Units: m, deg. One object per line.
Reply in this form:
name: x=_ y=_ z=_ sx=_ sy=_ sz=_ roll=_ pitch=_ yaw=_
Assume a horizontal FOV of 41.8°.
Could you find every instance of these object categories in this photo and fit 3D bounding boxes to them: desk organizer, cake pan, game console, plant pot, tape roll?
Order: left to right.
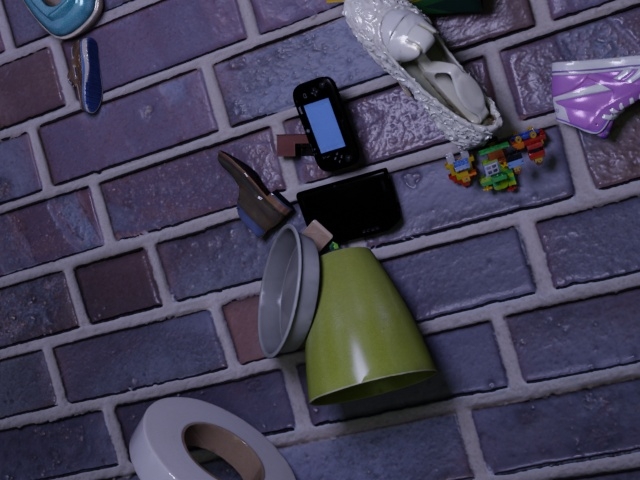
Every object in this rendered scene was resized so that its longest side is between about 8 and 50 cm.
tape roll: x=-0.227 y=0.488 z=1.814 sx=0.392 sy=0.392 sz=0.072 roll=36 pitch=103 yaw=12
cake pan: x=-0.070 y=0.112 z=1.814 sx=0.054 sy=0.293 sz=0.293 roll=10 pitch=99 yaw=-18
desk organizer: x=-0.032 y=-0.214 z=1.876 sx=0.130 sy=0.047 sz=0.050 roll=1 pitch=97 yaw=18
game console: x=0.026 y=-0.171 z=1.822 sx=0.213 sy=0.044 sz=0.361 roll=-15 pitch=103 yaw=21
plant pot: x=0.076 y=0.173 z=1.782 sx=0.275 sy=0.275 sz=0.293 roll=-20 pitch=72 yaw=18

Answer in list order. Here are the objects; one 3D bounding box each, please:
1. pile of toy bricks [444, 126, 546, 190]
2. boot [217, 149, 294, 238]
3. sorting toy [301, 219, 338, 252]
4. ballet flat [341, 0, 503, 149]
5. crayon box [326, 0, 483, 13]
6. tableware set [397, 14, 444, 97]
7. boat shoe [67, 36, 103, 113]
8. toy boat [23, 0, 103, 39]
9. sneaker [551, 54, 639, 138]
pile of toy bricks: x=0.373 y=-0.147 z=1.733 sx=0.212 sy=0.118 sz=0.105 roll=-18 pitch=118 yaw=10
boot: x=-0.175 y=-0.105 z=1.911 sx=0.219 sy=0.082 sz=0.106 roll=42 pitch=102 yaw=8
sorting toy: x=0.000 y=0.000 z=1.864 sx=0.083 sy=0.012 sz=0.062 roll=42 pitch=119 yaw=0
ballet flat: x=0.221 y=-0.352 z=1.657 sx=0.147 sy=0.147 sz=0.409 roll=-42 pitch=104 yaw=16
crayon box: x=0.179 y=-0.575 z=1.738 sx=0.319 sy=0.081 sz=0.202 roll=3 pitch=80 yaw=17
tableware set: x=0.193 y=-0.413 z=1.794 sx=0.128 sy=0.039 sz=0.194 roll=-30 pitch=90 yaw=8
boat shoe: x=-0.572 y=-0.395 z=2.027 sx=0.066 sy=0.066 sz=0.183 roll=-4 pitch=83 yaw=22
toy boat: x=-0.588 y=-0.650 z=1.962 sx=0.318 sy=0.148 sz=0.267 roll=-39 pitch=83 yaw=17
sneaker: x=0.602 y=-0.283 z=1.650 sx=0.282 sy=0.102 sz=0.161 roll=0 pitch=98 yaw=28
